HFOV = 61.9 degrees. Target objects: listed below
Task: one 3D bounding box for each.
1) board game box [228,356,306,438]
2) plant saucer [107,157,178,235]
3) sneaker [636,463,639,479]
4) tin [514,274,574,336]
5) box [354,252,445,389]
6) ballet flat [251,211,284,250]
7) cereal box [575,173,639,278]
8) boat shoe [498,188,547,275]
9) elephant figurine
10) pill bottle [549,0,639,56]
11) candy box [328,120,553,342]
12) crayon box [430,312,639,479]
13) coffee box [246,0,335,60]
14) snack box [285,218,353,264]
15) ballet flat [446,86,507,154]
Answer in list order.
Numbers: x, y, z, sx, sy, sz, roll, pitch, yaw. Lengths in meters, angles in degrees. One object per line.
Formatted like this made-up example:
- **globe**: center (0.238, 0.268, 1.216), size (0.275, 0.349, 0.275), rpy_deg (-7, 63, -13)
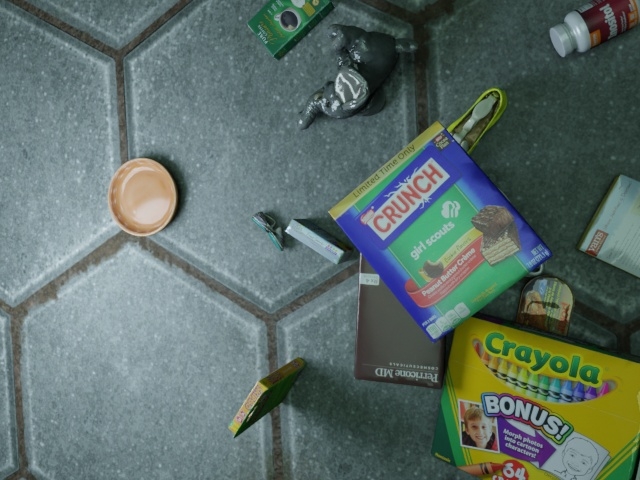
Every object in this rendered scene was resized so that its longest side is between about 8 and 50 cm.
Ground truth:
- **board game box**: center (-0.114, 0.340, 1.178), size (0.039, 0.259, 0.124), rpy_deg (34, 100, 12)
- **plant saucer**: center (-0.452, -0.111, 1.373), size (0.200, 0.037, 0.200), rpy_deg (1, 93, 16)
- **sneaker**: center (0.591, 0.532, 1.064), size (0.146, 0.122, 0.330), rpy_deg (28, 99, 15)
- **tin**: center (0.471, 0.166, 1.131), size (0.106, 0.040, 0.190), rpy_deg (12, 95, 19)
- **box**: center (0.181, 0.109, 1.157), size (0.191, 0.143, 0.381), rpy_deg (2, 94, 14)
- **ballet flat**: center (-0.117, -0.027, 1.286), size (0.041, 0.041, 0.114), rpy_deg (-44, 82, 12)
- **cereal box**: center (0.667, -0.005, 1.066), size (0.240, 0.047, 0.173), rpy_deg (28, 98, 13)
- **boat shoe**: center (0.374, -0.041, 1.119), size (0.098, 0.096, 0.277), rpy_deg (-43, 81, 13)
- **elephant figurine**: center (0.071, -0.339, 1.183), size (0.169, 0.186, 0.239), rpy_deg (5, 108, -27)
- **pill bottle**: center (0.547, -0.433, 1.066), size (0.152, 0.086, 0.086), rpy_deg (-26, 85, 15)
- **candy box**: center (0.221, -0.019, 1.010), size (0.268, 0.122, 0.317), rpy_deg (-40, 81, 13)
- **crayon box**: center (0.423, 0.336, 1.047), size (0.363, 0.106, 0.313), rpy_deg (13, 96, 38)
- **coffee box**: center (-0.072, -0.529, 1.255), size (0.184, 0.040, 0.113), rpy_deg (-41, 81, 12)
- **snack box**: center (0.000, 0.000, 1.220), size (0.141, 0.100, 0.037), rpy_deg (32, 100, 12)
- **ballet flat**: center (0.310, -0.232, 1.141), size (0.077, 0.077, 0.231), rpy_deg (41, 101, 10)
